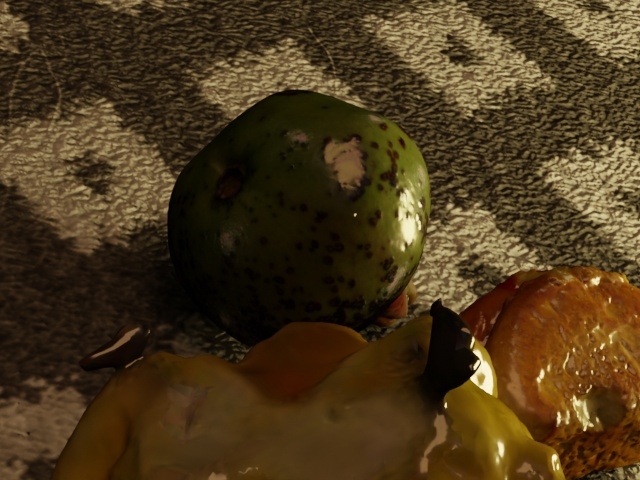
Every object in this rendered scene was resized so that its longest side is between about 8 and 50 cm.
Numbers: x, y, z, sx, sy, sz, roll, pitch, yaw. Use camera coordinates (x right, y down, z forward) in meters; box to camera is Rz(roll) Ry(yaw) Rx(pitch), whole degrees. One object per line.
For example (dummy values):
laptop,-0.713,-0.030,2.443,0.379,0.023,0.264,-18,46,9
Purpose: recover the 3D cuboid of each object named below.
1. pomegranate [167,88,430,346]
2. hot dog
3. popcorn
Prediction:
pomegranate,0.000,0.000,1.554,0.248,0.214,0.214,42,17,-47
hot dog,0.188,0.102,1.557,0.257,0.150,0.153,-8,57,-35
popcorn,0.005,0.178,1.284,0.316,0.281,0.297,14,45,41
